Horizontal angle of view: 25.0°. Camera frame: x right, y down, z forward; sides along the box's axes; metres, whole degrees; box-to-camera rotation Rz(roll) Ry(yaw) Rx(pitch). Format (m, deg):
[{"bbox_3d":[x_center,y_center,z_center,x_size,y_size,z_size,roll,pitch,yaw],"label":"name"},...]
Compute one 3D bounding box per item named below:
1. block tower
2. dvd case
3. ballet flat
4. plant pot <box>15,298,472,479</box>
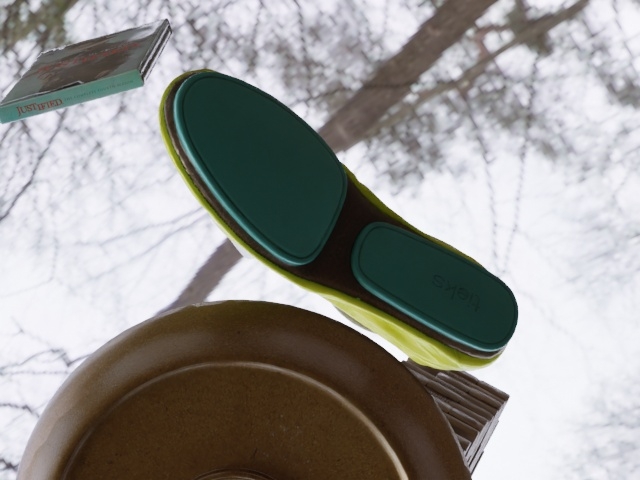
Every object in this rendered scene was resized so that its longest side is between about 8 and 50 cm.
[{"bbox_3d":[0.055,0.165,1.068,0.097,0.091,0.335,27,-166,12],"label":"block tower"},{"bbox_3d":[-0.137,-0.101,0.851,0.119,0.087,0.013,-81,-24,-68],"label":"dvd case"},{"bbox_3d":[0.000,0.000,0.756,0.231,0.077,0.077,35,-116,-17],"label":"ballet flat"},{"bbox_3d":[-0.040,0.147,0.702,0.236,0.032,0.236,0,-90,4],"label":"plant pot"}]
